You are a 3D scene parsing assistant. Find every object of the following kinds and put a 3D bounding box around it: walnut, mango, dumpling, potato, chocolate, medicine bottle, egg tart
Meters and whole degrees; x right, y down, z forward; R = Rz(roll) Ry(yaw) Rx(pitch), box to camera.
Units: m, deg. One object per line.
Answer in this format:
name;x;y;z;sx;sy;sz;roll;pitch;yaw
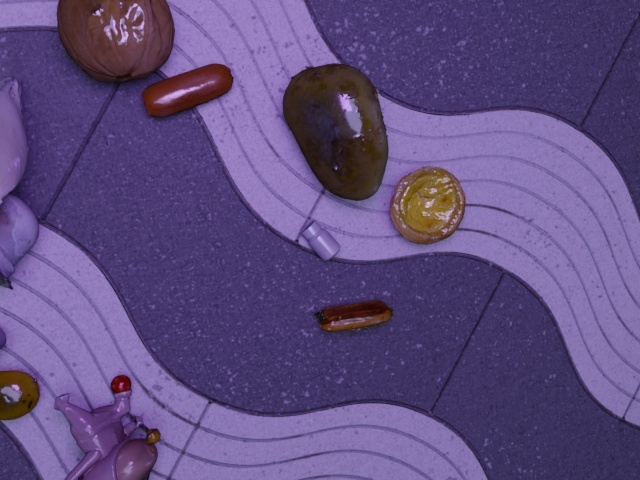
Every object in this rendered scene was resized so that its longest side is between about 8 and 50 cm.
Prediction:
walnut;-0.398;-0.424;1.283;0.228;0.228;0.228;-1;95;-13
mango;-0.663;0.320;1.347;0.161;0.076;0.103;-5;102;-4
dumpling;-0.681;-0.164;1.213;0.260;0.181;0.341;-8;81;-1
potato;0.044;-0.232;1.403;0.210;0.173;0.307;-14;107;24
chocolate;-0.640;-0.021;1.292;0.221;0.221;0.147;47;55;-12
medicine bottle;0.000;0.000;1.481;0.052;0.052;0.089;-44;102;-6
egg tart;0.245;-0.081;1.519;0.191;0.074;0.191;-1;94;-14

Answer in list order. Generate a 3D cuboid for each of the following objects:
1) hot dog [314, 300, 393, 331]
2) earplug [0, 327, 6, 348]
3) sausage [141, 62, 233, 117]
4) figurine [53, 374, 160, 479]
hot dog;0.077;0.179;1.506;0.188;0.072;0.055;-6;118;-12
earplug;-0.776;0.279;1.281;0.172;0.172;0.301;34;92;-13
sausage;-0.277;-0.317;1.382;0.197;0.076;0.076;-22;99;-12
figurine;-0.433;0.435;1.365;0.186;0.176;0.287;-18;84;14
